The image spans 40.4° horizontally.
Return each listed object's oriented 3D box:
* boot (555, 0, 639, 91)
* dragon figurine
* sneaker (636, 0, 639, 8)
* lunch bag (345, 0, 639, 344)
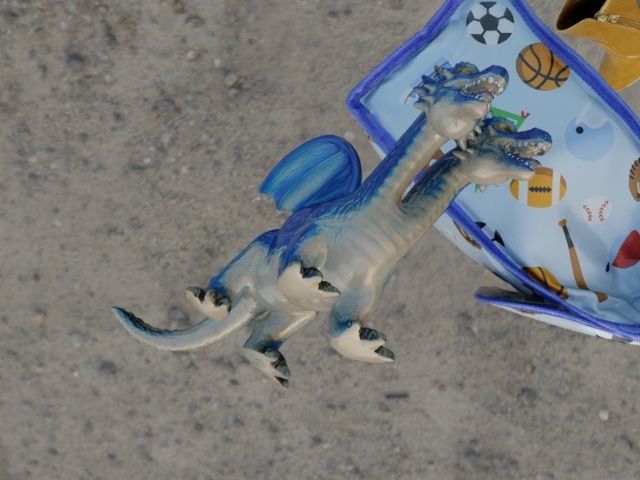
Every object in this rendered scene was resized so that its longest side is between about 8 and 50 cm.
[{"bbox_3d":[0.477,-0.352,1.452,0.295,0.211,0.104,119,140,-58],"label":"boot"},{"bbox_3d":[0.000,0.000,0.500,0.085,0.144,0.289,45,141,-18],"label":"dragon figurine"},{"bbox_3d":[0.296,-0.174,0.574,0.087,0.221,0.083,-7,110,49],"label":"sneaker"},{"bbox_3d":[0.235,-0.044,0.940,0.239,0.328,0.385,-44,80,7],"label":"lunch bag"}]
